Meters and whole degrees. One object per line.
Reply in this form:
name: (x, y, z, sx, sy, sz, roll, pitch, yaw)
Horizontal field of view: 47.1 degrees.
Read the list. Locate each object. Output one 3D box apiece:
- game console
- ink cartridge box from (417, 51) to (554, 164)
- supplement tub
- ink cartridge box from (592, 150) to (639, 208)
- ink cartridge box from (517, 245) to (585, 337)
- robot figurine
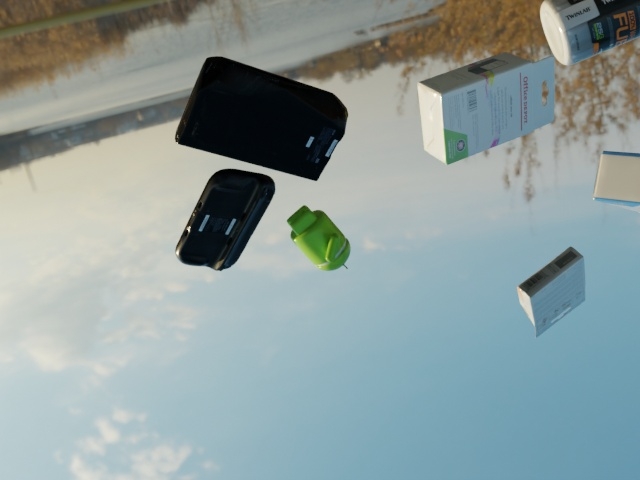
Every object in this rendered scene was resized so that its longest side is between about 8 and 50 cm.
game console: (-0.124, -0.086, 1.063, 0.213, 0.361, 0.044, 14, -140, -24)
ink cartridge box: (0.444, -0.364, 1.946, 0.353, 0.207, 0.119, -21, -146, -16)
supplement tub: (0.464, -0.369, 1.181, 0.190, 0.117, 0.117, -22, -168, 9)
ink cartridge box: (0.528, -0.082, 1.136, 0.140, 0.082, 0.191, 11, -175, 40)
ink cartridge box: (0.486, 0.110, 1.533, 0.145, 0.179, 0.045, -36, -127, -6)
robot figurine: (0.000, 0.000, 1.126, 0.067, 0.115, 0.101, -42, -157, -1)
